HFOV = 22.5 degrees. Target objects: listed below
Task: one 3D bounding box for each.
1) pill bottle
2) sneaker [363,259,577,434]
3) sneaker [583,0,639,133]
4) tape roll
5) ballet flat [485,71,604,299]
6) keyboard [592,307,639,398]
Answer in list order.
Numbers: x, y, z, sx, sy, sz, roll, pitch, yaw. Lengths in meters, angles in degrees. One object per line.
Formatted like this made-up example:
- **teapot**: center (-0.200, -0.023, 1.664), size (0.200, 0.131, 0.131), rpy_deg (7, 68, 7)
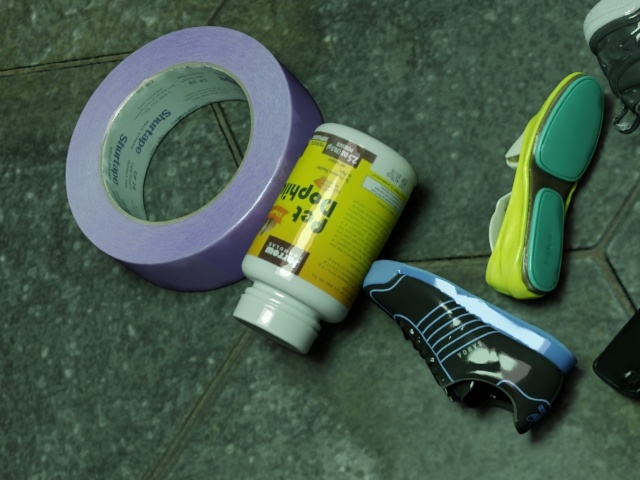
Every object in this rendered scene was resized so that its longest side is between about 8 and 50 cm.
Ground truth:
- **pill bottle**: center (0.000, 0.000, 1.592), size (0.117, 0.117, 0.215), rpy_deg (23, 80, 33)
- **sneaker**: center (0.122, 0.097, 1.507), size (0.232, 0.081, 0.090), rpy_deg (26, 74, 33)
- **sneaker**: center (0.382, -0.186, 1.491), size (0.268, 0.101, 0.153), rpy_deg (-20, 61, 25)
- **tape roll**: center (-0.134, -0.088, 1.721), size (0.274, 0.090, 0.275), rpy_deg (-11, 64, 23)
- **ballet flat**: center (0.206, -0.054, 1.541), size (0.077, 0.077, 0.231), rpy_deg (-3, 67, 51)
- **keyboard**: center (0.336, 0.070, 1.445), size (0.192, 0.038, 0.100), rpy_deg (-49, 32, 1)
